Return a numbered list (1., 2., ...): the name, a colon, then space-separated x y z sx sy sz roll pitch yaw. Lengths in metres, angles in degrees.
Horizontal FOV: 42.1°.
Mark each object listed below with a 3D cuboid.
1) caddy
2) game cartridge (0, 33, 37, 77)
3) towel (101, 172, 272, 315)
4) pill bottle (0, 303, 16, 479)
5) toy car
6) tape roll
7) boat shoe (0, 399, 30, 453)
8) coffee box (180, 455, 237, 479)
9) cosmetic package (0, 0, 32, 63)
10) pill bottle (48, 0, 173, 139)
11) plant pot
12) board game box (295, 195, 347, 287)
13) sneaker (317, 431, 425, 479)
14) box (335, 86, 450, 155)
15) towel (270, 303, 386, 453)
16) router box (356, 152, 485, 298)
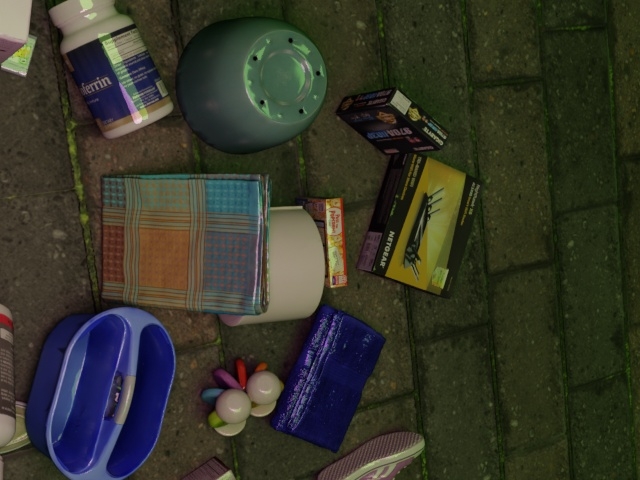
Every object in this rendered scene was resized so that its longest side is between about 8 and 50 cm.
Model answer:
1. caddy: -0.415 0.293 1.604 0.241 0.179 0.341 20 78 -42
2. game cartridge: -0.579 -0.359 1.586 0.056 0.017 0.083 15 87 -25
3. towel: -0.270 0.004 1.621 0.040 0.370 0.271 -8 99 -68
4. pill bottle: -0.624 0.274 1.449 0.176 0.176 0.318 3 61 -29
5. toy car: -0.177 0.328 1.802 0.182 0.159 0.136 -29 73 -23
6. tape roll: -0.121 0.051 1.737 0.169 0.246 0.246 -4 96 -28
7. boat shoe: -0.669 0.361 1.552 0.302 0.094 0.109 1 94 -29
8. coffee box: -0.281 0.599 1.779 0.247 0.098 0.141 -31 108 -23
9. cosmetic package: -0.606 -0.389 1.360 0.217 0.385 0.156 6 90 -26
10. pill bottle: -0.405 -0.342 1.603 0.153 0.153 0.264 -31 107 -23
11. plant pot: -0.121 -0.324 1.711 0.293 0.235 0.293 -3 96 -28
12. board game box: 0.000 0.000 1.854 0.045 0.147 0.193 -7 98 -28
13. sneaker: 0.136 0.577 2.010 0.282 0.102 0.161 -23 108 -14
14. box: 0.159 -0.265 1.875 0.175 0.220 0.051 36 75 -27
15. towel: 0.029 0.323 1.915 0.228 0.076 0.308 31 80 -39
16. router box: 0.246 -0.038 2.020 0.243 0.081 0.308 19 85 -28
